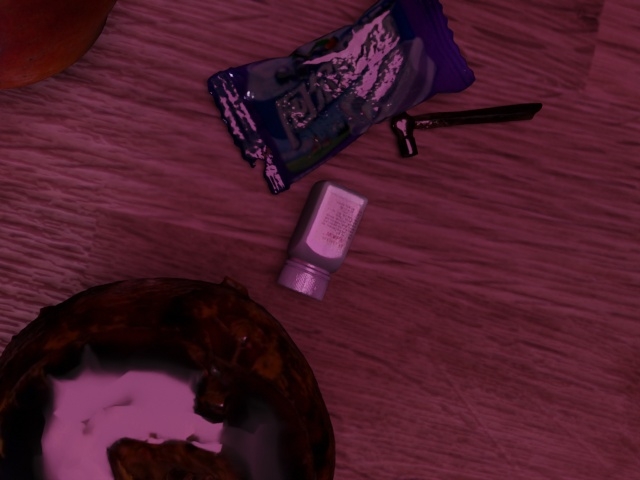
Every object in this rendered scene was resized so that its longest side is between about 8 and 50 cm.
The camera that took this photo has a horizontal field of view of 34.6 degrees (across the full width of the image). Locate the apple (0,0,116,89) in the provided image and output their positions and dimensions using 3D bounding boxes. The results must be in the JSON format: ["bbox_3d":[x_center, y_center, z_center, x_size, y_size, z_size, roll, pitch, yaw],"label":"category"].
[{"bbox_3d":[-0.300,-0.248,0.942,0.233,0.234,0.234,0,90,-12],"label":"apple"}]

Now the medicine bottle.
[{"bbox_3d":[0.000,0.000,1.071,0.055,0.074,0.118,24,85,-12],"label":"medicine bottle"}]

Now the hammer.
[{"bbox_3d":[0.163,-0.132,1.136,0.178,0.021,0.065,-8,87,-15],"label":"hammer"}]

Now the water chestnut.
[{"bbox_3d":[-0.148,0.197,0.926,0.350,0.302,0.351,-1,95,-11],"label":"water chestnut"}]

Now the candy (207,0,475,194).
[{"bbox_3d":[0.029,-0.171,1.078,0.275,0.070,0.145,-30,100,-2],"label":"candy"}]
